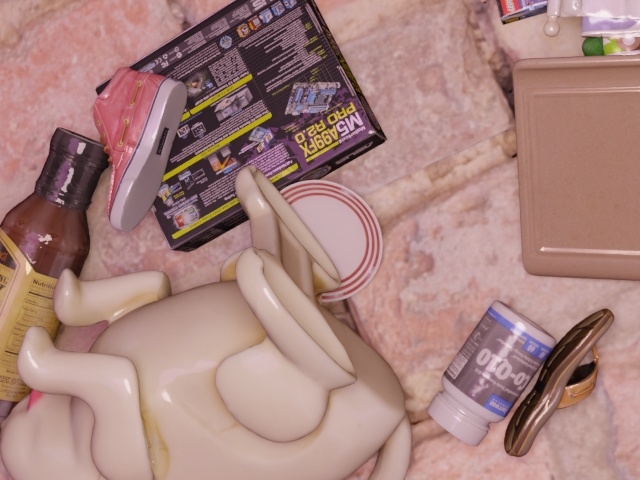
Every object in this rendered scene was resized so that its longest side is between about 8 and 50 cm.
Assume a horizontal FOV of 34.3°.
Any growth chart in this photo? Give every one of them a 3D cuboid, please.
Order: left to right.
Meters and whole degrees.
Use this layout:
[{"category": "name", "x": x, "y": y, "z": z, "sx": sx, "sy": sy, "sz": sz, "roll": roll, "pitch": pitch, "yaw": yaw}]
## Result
[{"category": "growth chart", "x": 0.328, "y": -0.240, "z": 0.978, "sx": 0.237, "sy": 0.021, "sz": 0.172, "roll": 12, "pitch": 91, "yaw": 14}]

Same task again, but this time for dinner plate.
[{"category": "dinner plate", "x": 0.000, "y": 0.000, "z": 1.138, "sx": 0.141, "sy": 0.017, "sz": 0.141, "roll": 4, "pitch": 108, "yaw": 11}]

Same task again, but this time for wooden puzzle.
[{"category": "wooden puzzle", "x": 0.303, "y": -0.068, "z": 1.007, "sx": 0.220, "sy": 0.044, "sz": 0.239, "roll": 2, "pitch": 116, "yaw": 24}]

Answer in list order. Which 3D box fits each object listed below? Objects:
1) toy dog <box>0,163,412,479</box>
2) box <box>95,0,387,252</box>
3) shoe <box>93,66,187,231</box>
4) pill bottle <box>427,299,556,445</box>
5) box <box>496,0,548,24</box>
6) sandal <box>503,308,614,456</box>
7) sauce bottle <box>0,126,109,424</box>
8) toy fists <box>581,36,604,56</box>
[{"category": "toy dog", "x": -0.144, "y": 0.177, "z": 1.078, "sx": 0.407, "sy": 0.285, "sz": 0.395, "roll": -32, "pitch": 123, "yaw": 11}, {"category": "box", "x": -0.093, "y": -0.143, "z": 1.168, "sx": 0.270, "sy": 0.060, "sz": 0.216, "roll": -30, "pitch": 80, "yaw": 12}, {"category": "shoe", "x": -0.214, "y": -0.102, "z": 1.139, "sx": 0.081, "sy": 0.063, "sz": 0.178, "roll": 18, "pitch": 87, "yaw": 18}, {"category": "pill bottle", "x": 0.174, "y": 0.137, "z": 1.066, "sx": 0.078, "sy": 0.078, "sz": 0.137, "roll": 35, "pitch": 96, "yaw": 15}, {"category": "box", "x": 0.224, "y": -0.310, "z": 1.107, "sx": 0.093, "sy": 0.027, "sz": 0.137, "roll": -13, "pitch": 83, "yaw": 13}, {"category": "sandal", "x": 0.249, "y": 0.148, "z": 1.053, "sx": 0.049, "sy": 0.072, "sz": 0.180, "roll": 30, "pitch": 96, "yaw": 0}, {"category": "sauce bottle", "x": -0.336, "y": 0.039, "z": 1.200, "sx": 0.111, "sy": 0.111, "sz": 0.345, "roll": 22, "pitch": 91, "yaw": 16}, {"category": "toy fists", "x": 0.396, "y": -0.234, "z": 1.021, "sx": 0.279, "sy": 0.096, "sz": 0.142, "roll": -33, "pitch": 85, "yaw": 12}]
